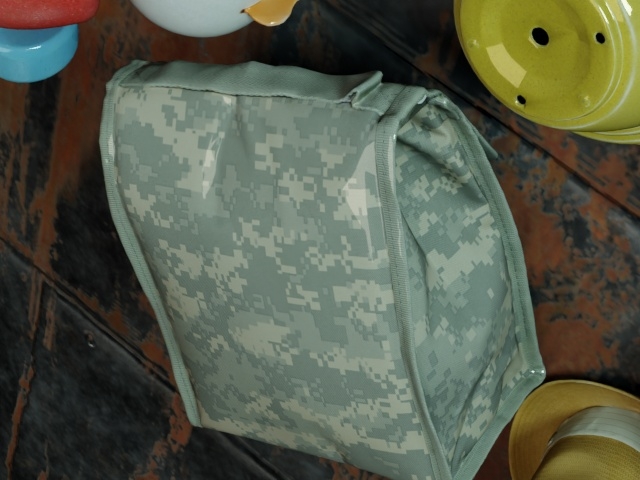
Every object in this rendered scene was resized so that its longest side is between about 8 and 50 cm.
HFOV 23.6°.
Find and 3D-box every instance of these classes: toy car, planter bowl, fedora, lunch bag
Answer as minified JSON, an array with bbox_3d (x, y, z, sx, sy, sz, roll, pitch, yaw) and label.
[{"bbox_3d":[-0.099,-0.212,0.982,0.238,0.210,0.219,13,151,0],"label":"toy car"},{"bbox_3d":[0.141,-0.128,0.844,0.217,0.090,0.217,26,136,27],"label":"planter bowl"},{"bbox_3d":[0.193,0.188,1.062,0.194,0.079,0.194,26,135,28],"label":"fedora"},{"bbox_3d":[0.000,0.000,1.023,0.235,0.169,0.287,10,132,34],"label":"lunch bag"}]
